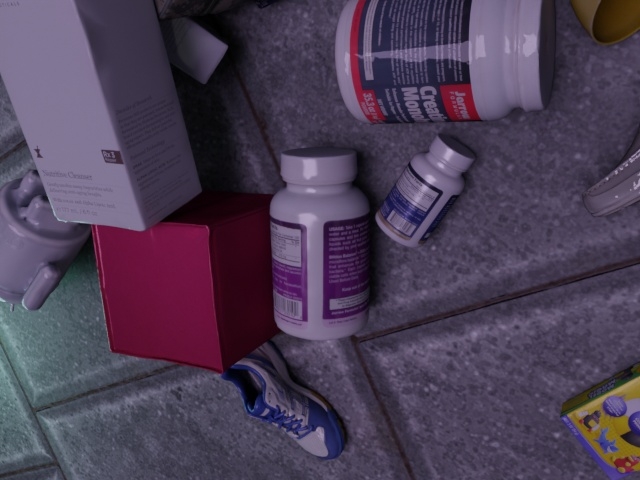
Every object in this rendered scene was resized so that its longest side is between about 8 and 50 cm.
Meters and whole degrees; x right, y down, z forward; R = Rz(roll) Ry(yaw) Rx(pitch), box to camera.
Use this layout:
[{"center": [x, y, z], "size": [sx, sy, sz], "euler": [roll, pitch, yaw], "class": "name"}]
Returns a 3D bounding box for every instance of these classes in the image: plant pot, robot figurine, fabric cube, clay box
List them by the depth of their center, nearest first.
[{"center": [0.369, -0.334, 0.784], "size": [0.134, 0.134, 0.095], "euler": [-52, 53, 29], "class": "plant pot"}, {"center": [0.492, 0.255, 0.921], "size": [0.127, 0.053, 0.222], "euler": [50, 121, 6], "class": "clay box"}, {"center": [-0.212, 0.057, 1.114], "size": [0.259, 0.258, 0.254], "euler": [5, 105, 26], "class": "fabric cube"}, {"center": [-0.640, 0.003, 1.355], "size": [0.353, 0.199, 0.300], "euler": [-48, 53, 29], "class": "robot figurine"}]

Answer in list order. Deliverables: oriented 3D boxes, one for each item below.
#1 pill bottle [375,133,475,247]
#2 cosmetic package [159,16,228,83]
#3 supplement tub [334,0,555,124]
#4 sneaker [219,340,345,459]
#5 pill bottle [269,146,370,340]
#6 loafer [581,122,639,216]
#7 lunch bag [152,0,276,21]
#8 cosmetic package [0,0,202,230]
[{"center": [0.167, -0.079, 0.971], "size": [0.094, 0.094, 0.169], "euler": [39, 118, 13], "class": "pill bottle"}, {"center": [-0.272, -0.370, 1.042], "size": [0.231, 0.117, 0.085], "euler": [30, 106, -20], "class": "cosmetic package"}, {"center": [0.174, -0.261, 0.859], "size": [0.272, 0.191, 0.191], "euler": [4, 106, 27], "class": "supplement tub"}, {"center": [-0.083, 0.327, 1.199], "size": [0.296, 0.131, 0.112], "euler": [44, 118, 8], "class": "sneaker"}, {"center": [0.000, 0.000, 1.039], "size": [0.169, 0.169, 0.302], "euler": [8, 108, 26], "class": "pill bottle"}, {"center": [0.465, -0.155, 0.792], "size": [0.319, 0.112, 0.111], "euler": [-43, 78, 22], "class": "loafer"}, {"center": [-0.193, -0.507, 0.945], "size": [0.305, 0.256, 0.212], "euler": [55, 142, 6], "class": "lunch bag"}, {"center": [-0.346, -0.223, 0.943], "size": [0.217, 0.156, 0.385], "euler": [5, 123, 29], "class": "cosmetic package"}]
